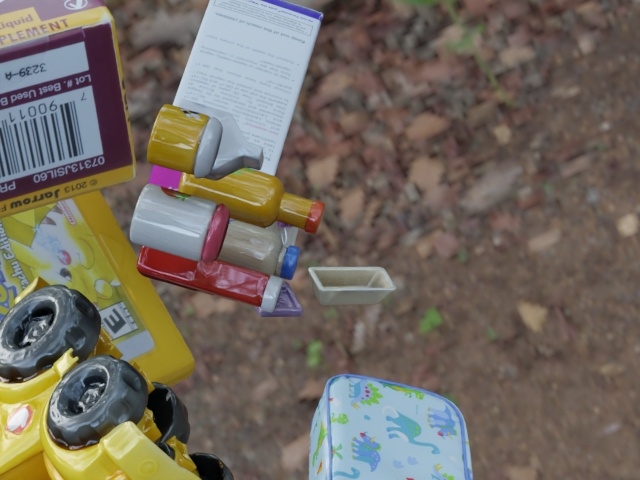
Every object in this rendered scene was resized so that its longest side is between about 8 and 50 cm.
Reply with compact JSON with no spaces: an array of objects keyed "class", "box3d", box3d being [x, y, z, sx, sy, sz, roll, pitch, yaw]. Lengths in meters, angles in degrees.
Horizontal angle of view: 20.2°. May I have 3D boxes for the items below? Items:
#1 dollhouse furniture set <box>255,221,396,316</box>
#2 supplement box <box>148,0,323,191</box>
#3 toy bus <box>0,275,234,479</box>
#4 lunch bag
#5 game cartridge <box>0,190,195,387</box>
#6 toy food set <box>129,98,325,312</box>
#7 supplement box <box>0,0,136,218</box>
[{"class":"dollhouse furniture set","box3d":[0.000,0.000,1.388,0.114,0.081,0.091,0,33,-22]},{"class":"supplement box","box3d":[-0.082,-0.122,1.701,0.114,0.111,0.220,17,50,-4]},{"class":"toy bus","box3d":[-0.188,0.161,1.200,0.211,0.149,0.220,-39,37,-5]},{"class":"lunch bag","box3d":[0.077,0.251,1.930,0.176,0.090,0.219,12,37,-11]},{"class":"game cartridge","box3d":[-0.285,0.049,1.635,0.053,0.285,0.324,-33,-6,34]},{"class":"toy food set","box3d":[-0.057,-0.018,1.193,0.104,0.232,0.111,16,80,2]},{"class":"supplement box","box3d":[-0.158,-0.092,0.762,0.104,0.080,0.188,-17,40,-16]}]
